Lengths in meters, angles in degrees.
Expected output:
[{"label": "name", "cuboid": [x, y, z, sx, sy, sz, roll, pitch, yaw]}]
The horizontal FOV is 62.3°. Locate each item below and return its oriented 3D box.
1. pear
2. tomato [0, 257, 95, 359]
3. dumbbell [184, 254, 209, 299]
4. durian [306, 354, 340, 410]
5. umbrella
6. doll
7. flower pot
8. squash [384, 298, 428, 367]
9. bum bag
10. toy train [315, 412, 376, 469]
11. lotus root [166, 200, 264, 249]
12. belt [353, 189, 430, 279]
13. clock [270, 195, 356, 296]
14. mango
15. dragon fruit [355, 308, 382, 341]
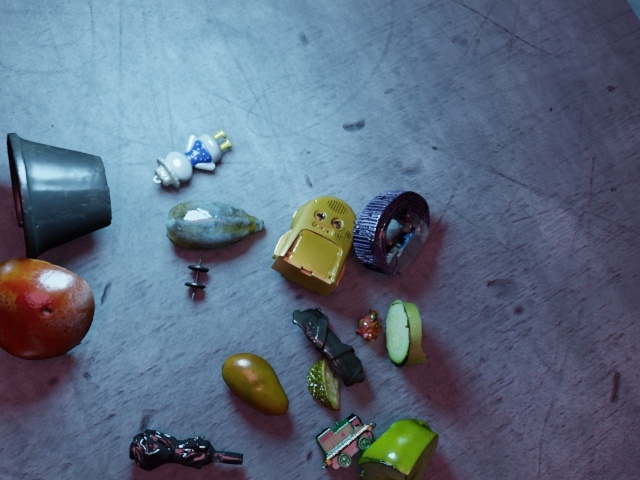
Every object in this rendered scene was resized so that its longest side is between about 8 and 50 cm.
[{"label": "pear", "cuboid": [0.253, 0.662, 1.653, 0.159, 0.292, 0.292, 28, 73, 30]}, {"label": "tomato", "cuboid": [-0.825, 0.218, 1.503, 0.337, 0.144, 0.339, 1, 118, 2]}, {"label": "dumbbell", "cuboid": [-0.402, 0.120, 1.721, 0.069, 0.069, 0.147, 10, 77, -8]}, {"label": "durian", "cuboid": [0.009, 0.461, 1.737, 0.100, 0.086, 0.216, -9, 83, -46]}, {"label": "umbrella", "cuboid": [-0.403, 0.645, 1.603, 0.339, 0.118, 0.118, 13, 77, -11]}, {"label": "doll", "cuboid": [-0.434, -0.272, 1.777, 0.293, 0.119, 0.138, -38, 103, -20]}, {"label": "flower pot", "cuboid": [-0.779, -0.146, 1.587, 0.250, 0.379, 0.380, -9, 80, -30]}, {"label": "squash", "cuboid": [0.297, 0.303, 1.734, 0.133, 0.220, 0.220, -1, 79, -7]}, {"label": "bum bag", "cuboid": [0.035, 0.336, 1.731, 0.326, 0.079, 0.142, 49, 30, -2]}, {"label": "toy train", "cuboid": [0.075, 0.640, 1.694, 0.227, 0.091, 0.136, -37, 77, -15]}, {"label": "lotus root", "cuboid": [-0.339, -0.053, 1.732, 0.321, 0.140, 0.158, -2, 79, -13]}, {"label": "belt", "cuboid": [0.246, -0.032, 1.793, 0.325, 0.122, 0.260, -42, 122, -33]}, {"label": "clock", "cuboid": [0.000, 0.000, 1.766, 0.244, 0.200, 0.317, 30, 67, -6]}, {"label": "mango", "cuboid": [-0.197, 0.451, 1.669, 0.253, 0.113, 0.138, 42, 76, -2]}, {"label": "dragon fruit", "cuboid": [0.167, 0.284, 1.786, 0.081, 0.086, 0.116, 4, 65, 29]}]
